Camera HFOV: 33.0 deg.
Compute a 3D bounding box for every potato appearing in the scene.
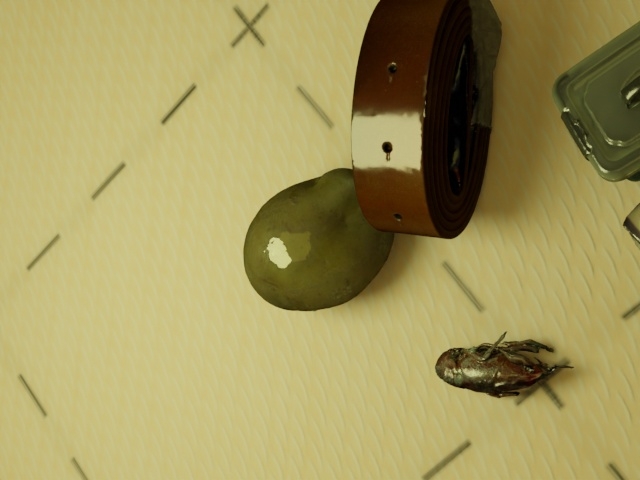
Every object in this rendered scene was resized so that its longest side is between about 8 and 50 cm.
[{"bbox_3d":[0.000,0.000,1.525,0.235,0.160,0.178,-45,108,3],"label":"potato"}]

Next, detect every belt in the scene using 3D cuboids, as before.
[{"bbox_3d":[0.144,-0.174,1.428,0.122,0.217,0.338,7,94,32],"label":"belt"}]

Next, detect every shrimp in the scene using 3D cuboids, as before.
[{"bbox_3d":[0.245,0.169,1.443,0.190,0.075,0.073,-7,53,32],"label":"shrimp"}]

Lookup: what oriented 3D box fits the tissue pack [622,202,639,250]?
[{"bbox_3d":[0.561,-0.041,1.262,0.344,0.125,0.242,-44,70,18],"label":"tissue pack"}]

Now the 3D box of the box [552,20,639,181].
[{"bbox_3d":[0.418,-0.180,1.329,0.227,0.130,0.162,-34,65,20],"label":"box"}]
